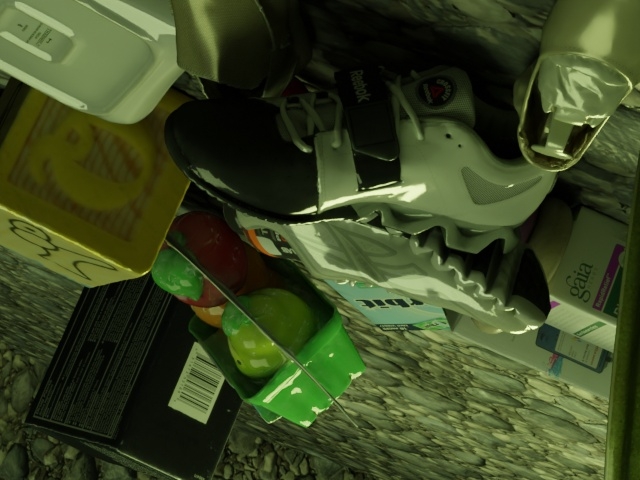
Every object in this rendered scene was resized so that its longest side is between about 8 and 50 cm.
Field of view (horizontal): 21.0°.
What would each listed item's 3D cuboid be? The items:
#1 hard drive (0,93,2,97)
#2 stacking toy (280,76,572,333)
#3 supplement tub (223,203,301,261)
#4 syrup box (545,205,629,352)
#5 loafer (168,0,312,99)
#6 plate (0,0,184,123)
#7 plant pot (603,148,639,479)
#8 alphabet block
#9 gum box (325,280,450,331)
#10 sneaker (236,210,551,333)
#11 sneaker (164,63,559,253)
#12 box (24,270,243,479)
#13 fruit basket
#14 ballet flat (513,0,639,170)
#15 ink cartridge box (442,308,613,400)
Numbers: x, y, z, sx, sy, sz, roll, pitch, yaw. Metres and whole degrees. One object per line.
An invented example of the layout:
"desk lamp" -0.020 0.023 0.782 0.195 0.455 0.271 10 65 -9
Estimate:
"hard drive" -0.361 -0.115 2.108 0.172 0.054 0.255 18 166 17
"stacking toy" 0.058 -0.054 1.557 0.330 0.141 0.141 32 165 -7
"supplement tub" -0.010 -0.028 1.767 0.198 0.106 0.106 8 160 45
"syrup box" 0.317 0.063 1.613 0.237 0.093 0.096 24 165 -5
"loafer" -0.070 -0.169 1.351 0.102 0.092 0.268 18 165 20
"plate" -0.247 -0.199 1.539 0.278 0.045 0.277 28 157 -15
"plant pot" 0.376 0.058 1.065 0.353 0.366 0.366 7 162 16
"alphabet block" -0.249 -0.076 1.784 0.192 0.193 0.197 26 166 -19
"gum box" 0.106 0.052 1.940 0.157 0.041 0.184 -4 155 27
"sneaker" 0.060 -0.001 1.468 0.292 0.110 0.118 31 126 1
"sneaker" 0.044 -0.088 1.344 0.330 0.122 0.146 6 136 -28
"box" -0.253 0.190 2.590 0.183 0.296 0.294 32 165 -34
"fruit basket" -0.123 0.063 2.070 0.353 0.165 0.327 39 -178 -32
"ballet flat" 0.182 -0.106 1.214 0.086 0.086 0.248 22 166 3
"ink cartridge box" 0.238 0.082 1.733 0.212 0.093 0.154 25 -173 -4
